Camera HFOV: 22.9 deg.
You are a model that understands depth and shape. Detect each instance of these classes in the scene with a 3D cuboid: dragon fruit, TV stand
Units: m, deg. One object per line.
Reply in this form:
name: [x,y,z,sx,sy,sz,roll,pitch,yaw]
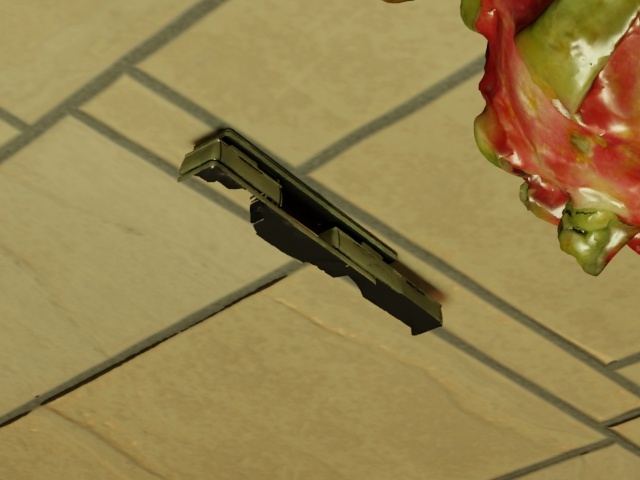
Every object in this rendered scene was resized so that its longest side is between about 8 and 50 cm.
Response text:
dragon fruit: [0.206,-0.119,0.759,0.237,0.231,0.302,32,123,-24]
TV stand: [0.000,0.000,1.126,0.036,0.042,0.249,-25,134,34]

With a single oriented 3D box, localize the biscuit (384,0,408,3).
biscuit: [0.053,-0.221,0.714,0.034,0.182,0.215,-24,162,-41]
